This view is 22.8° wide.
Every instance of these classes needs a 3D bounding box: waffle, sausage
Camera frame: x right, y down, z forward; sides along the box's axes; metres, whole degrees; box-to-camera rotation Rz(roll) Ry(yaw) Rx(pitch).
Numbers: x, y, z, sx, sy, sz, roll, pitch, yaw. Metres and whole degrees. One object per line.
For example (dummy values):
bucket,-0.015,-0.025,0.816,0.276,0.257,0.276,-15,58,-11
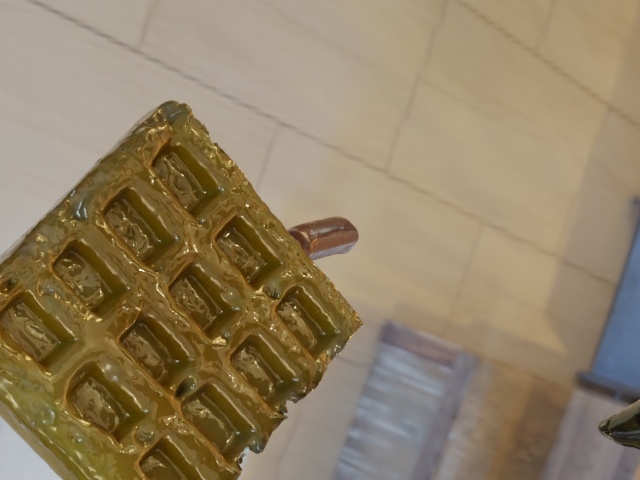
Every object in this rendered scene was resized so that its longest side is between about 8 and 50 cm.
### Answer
waffle,-0.112,0.059,1.083,0.221,0.055,0.248,50,55,-12
sausage,0.000,0.000,1.356,0.035,0.030,0.147,-42,171,16

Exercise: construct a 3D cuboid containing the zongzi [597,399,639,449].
zongzi,0.213,0.076,0.392,0.241,0.247,0.111,-27,123,9
